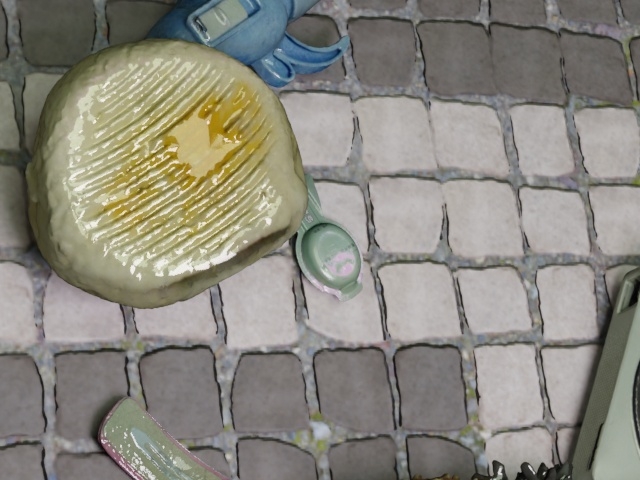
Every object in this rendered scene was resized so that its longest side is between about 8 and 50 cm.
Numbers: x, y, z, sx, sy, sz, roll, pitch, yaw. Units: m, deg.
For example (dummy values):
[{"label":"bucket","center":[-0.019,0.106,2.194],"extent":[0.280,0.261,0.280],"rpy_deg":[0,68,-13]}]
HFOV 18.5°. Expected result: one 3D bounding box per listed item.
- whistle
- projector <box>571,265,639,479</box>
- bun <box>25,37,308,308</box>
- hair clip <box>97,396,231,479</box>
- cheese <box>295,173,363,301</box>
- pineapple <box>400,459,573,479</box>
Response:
[{"label":"whistle","center":[-0.065,-0.219,1.813],"extent":[0.269,0.093,0.180],"rpy_deg":[-37,92,-38]},{"label":"projector","center":[0.374,0.185,1.895],"extent":[0.259,0.079,0.257],"rpy_deg":[29,62,-16]},{"label":"bun","center":[-0.138,-0.046,1.668],"extent":[0.244,0.153,0.243],"rpy_deg":[3,78,-14]},{"label":"hair clip","center":[-0.129,0.189,1.664],"extent":[0.137,0.022,0.054],"rpy_deg":[40,58,-9]},{"label":"cheese","center":[0.000,0.000,1.797],"extent":[0.067,0.026,0.120],"rpy_deg":[-30,87,-33]},{"label":"pineapple","center":[0.131,0.266,1.718],"extent":[0.279,0.158,0.157],"rpy_deg":[-11,77,-42]}]
